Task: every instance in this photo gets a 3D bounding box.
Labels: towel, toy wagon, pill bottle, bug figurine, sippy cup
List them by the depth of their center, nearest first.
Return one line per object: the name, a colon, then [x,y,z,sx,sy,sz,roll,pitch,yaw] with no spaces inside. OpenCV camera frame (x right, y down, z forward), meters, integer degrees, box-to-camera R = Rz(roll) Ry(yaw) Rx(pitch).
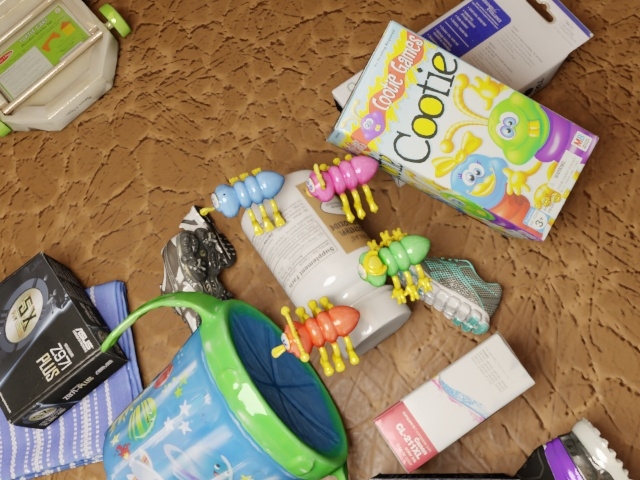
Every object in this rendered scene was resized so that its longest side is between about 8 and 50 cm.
bug figurine: [0.000,0.000,0.791,0.216,0.072,0.279,-26,69,-9]
sippy cup: [-0.124,0.225,0.813,0.224,0.240,0.305,-37,61,8]
pill bottle: [0.009,0.031,0.889,0.131,0.131,0.229,-35,71,-2]
towel: [-0.410,0.208,0.954,0.336,0.040,0.243,-17,70,4]
toy wagon: [-0.480,-0.334,1.121,0.267,0.068,0.344,-42,70,-5]

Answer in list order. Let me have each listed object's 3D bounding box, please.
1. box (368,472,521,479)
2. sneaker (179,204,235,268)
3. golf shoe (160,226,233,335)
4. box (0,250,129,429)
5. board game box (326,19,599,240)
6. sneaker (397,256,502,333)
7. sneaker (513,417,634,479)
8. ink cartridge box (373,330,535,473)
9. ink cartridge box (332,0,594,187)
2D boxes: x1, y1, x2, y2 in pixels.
box: [0.138,0.308,0.767,0.159,0.156,0.093,-3,73,8]
sneaker: [-0.161,0.002,0.981,0.044,0.040,0.109,-43,67,12]
golf shoe: [-0.168,0.085,0.943,0.094,0.077,0.198,-16,82,40]
box: [-0.371,0.133,0.916,0.147,0.077,0.180,-38,67,-4]
board game box: [0.164,-0.126,0.849,0.275,0.144,0.142,28,91,-4]
sneaker: [0.164,0.049,0.903,0.166,0.065,0.076,38,66,15]
sneaker: [0.318,0.360,0.757,0.146,0.102,0.293,-30,66,4]
ink cartridge box: [0.156,0.193,0.814,0.175,0.127,0.072,-34,72,-2]
ink cartridge box: [0.198,-0.235,0.977,0.333,0.065,0.165,-34,70,-1]
